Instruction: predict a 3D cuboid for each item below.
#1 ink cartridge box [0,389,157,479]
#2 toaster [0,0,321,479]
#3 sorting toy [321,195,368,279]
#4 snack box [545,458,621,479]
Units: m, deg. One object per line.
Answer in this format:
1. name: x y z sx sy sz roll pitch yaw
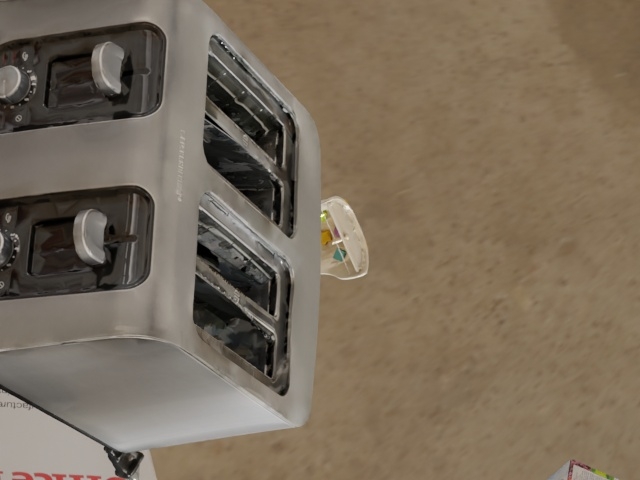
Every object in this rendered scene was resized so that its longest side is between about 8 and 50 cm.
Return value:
1. ink cartridge box: -0.197 0.090 0.988 0.100 0.172 0.237 -62 34 36
2. toaster: -0.078 0.000 0.810 0.110 0.186 0.168 -7 65 23
3. sorting toy: 0.000 0.000 1.773 0.075 0.045 0.083 -18 104 21
4. snack box: 0.196 0.227 1.380 0.100 0.037 0.141 25 141 -11
